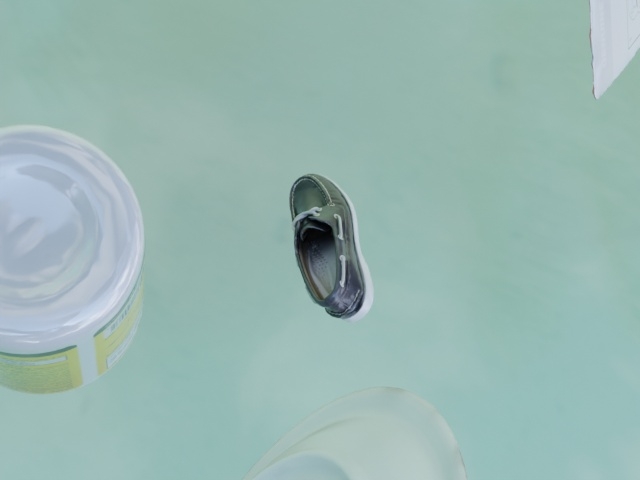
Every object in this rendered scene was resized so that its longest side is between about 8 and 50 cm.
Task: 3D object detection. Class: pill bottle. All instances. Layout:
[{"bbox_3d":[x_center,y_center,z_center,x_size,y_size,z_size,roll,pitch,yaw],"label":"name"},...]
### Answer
[{"bbox_3d":[-0.249,0.034,1.389,0.188,0.188,0.334,-49,175,-16],"label":"pill bottle"}]

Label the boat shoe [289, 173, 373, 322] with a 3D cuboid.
[{"bbox_3d":[0.000,0.000,1.082,0.046,0.125,0.038,-35,141,27],"label":"boat shoe"}]

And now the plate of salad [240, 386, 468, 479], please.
[{"bbox_3d":[-0.010,0.140,0.484,0.048,0.200,0.200,30,86,-21],"label":"plate of salad"}]

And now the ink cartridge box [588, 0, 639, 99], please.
[{"bbox_3d":[0.105,-0.150,0.561,0.179,0.045,0.145,-45,135,-48],"label":"ink cartridge box"}]
